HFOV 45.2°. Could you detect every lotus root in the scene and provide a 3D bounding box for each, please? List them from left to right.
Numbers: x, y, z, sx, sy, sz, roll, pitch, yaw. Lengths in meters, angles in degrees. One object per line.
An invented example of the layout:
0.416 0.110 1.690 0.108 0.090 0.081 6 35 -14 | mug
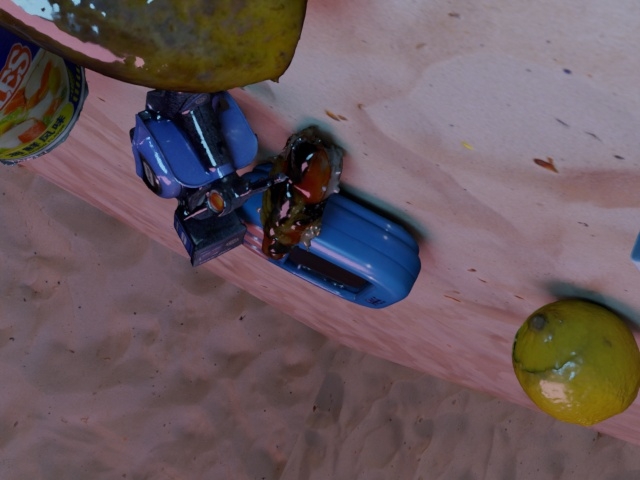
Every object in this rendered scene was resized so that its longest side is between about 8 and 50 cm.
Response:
-0.134 -0.207 0.501 0.291 0.193 0.193 31 167 -14 | lotus root

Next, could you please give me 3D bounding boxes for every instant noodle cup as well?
-0.415 -0.215 0.846 0.284 0.284 0.312 23 177 11 | instant noodle cup

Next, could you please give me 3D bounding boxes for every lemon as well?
0.369 0.177 1.109 0.181 0.180 0.193 19 151 26 | lemon

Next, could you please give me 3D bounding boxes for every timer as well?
0.000 0.000 1.232 0.309 0.115 0.340 28 168 -1 | timer

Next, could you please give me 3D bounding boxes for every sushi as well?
-0.028 -0.061 0.988 0.103 0.097 0.226 -2 140 -27 | sushi

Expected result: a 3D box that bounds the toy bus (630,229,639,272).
0.399 0.028 0.574 0.131 0.106 0.297 38 164 -36 | toy bus

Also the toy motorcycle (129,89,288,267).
-0.149 -0.100 0.950 0.212 0.125 0.358 59 162 9 | toy motorcycle
